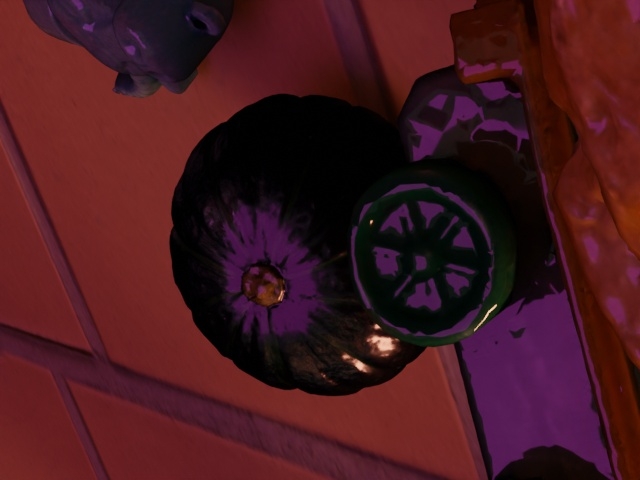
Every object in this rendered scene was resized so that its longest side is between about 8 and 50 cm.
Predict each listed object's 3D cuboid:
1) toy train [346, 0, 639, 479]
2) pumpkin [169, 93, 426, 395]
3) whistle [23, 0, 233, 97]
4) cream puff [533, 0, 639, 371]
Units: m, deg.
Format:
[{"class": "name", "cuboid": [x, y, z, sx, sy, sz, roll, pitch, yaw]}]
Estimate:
[{"class": "toy train", "cuboid": [0.171, 0.053, 0.703, 0.249, 0.178, 0.429, -13, 92, 28]}, {"class": "pumpkin", "cuboid": [-0.006, 0.003, 0.974, 0.194, 0.150, 0.194, 28, 142, 24]}, {"class": "whistle", "cuboid": [-0.148, -0.171, 1.078, 0.274, 0.093, 0.186, 20, 160, 50]}, {"class": "cream puff", "cuboid": [0.234, -0.072, 0.475, 0.327, 0.231, 0.343, 32, 135, 28]}]
